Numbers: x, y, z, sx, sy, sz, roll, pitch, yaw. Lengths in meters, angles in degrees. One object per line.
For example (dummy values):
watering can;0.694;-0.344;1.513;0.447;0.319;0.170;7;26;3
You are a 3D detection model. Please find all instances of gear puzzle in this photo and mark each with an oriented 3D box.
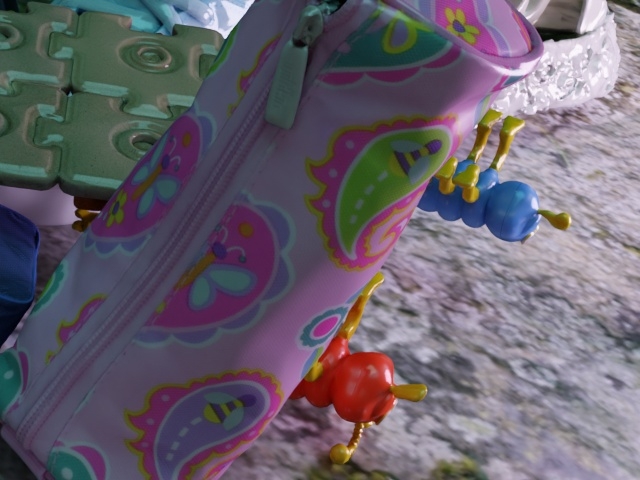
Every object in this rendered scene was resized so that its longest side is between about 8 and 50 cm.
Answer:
gear puzzle;-0.137;-0.059;0.848;0.339;0.044;0.175;8;37;-9

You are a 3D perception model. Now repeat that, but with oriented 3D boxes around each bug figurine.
bug figurine;0.000;0.000;0.920;0.216;0.072;0.279;23;38;20

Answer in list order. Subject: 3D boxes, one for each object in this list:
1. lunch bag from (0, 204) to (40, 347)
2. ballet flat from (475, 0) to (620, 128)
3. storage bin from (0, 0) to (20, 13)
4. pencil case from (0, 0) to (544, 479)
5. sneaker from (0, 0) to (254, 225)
lunch bag;-0.175;0.025;0.785;0.067;0.065;0.098;27;23;-17
ballet flat;0.141;-0.162;1.234;0.147;0.147;0.409;31;26;18
storage bin;-0.258;-0.160;1.038;0.091;0.098;0.135;-29;51;-21
pencil case;-0.030;-0.010;0.711;0.124;0.284;0.124;31;22;-14
sneaker;-0.111;-0.134;1.007;0.135;0.150;0.366;27;33;14
